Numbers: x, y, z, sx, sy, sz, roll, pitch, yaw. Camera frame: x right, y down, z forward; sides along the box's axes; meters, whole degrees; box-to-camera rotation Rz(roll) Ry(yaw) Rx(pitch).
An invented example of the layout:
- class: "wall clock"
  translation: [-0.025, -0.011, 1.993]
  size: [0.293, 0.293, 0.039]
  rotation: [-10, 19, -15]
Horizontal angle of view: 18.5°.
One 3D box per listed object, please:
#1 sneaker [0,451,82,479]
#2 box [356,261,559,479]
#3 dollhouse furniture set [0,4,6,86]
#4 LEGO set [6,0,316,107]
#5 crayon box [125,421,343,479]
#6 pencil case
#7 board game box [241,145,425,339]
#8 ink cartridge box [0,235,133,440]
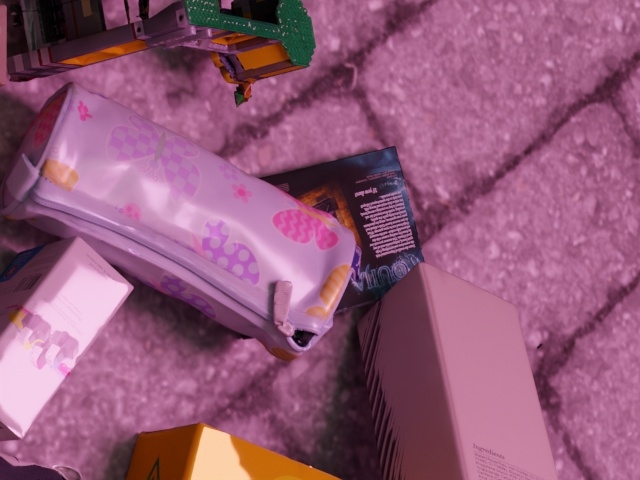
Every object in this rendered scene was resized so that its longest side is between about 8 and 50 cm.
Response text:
- class: "sneaker"
  translation: [-0.213, 0.264, 1.400]
  size: [0.153, 0.094, 0.235]
  rotation: [3, 71, -25]
- class: "box"
  translation: [0.112, 0.156, 1.556]
  size: [0.113, 0.094, 0.275]
  rotation: [26, 36, -28]
- class: "dollhouse furniture set"
  translation: [-0.314, -0.091, 1.372]
  size: [0.151, 0.123, 0.144]
  rotation: [5, 80, -33]
- class: "LEGO set"
  translation: [-0.153, -0.252, 1.510]
  size: [0.255, 0.192, 0.331]
  rotation: [-22, 99, -64]
- class: "crayon box"
  translation: [-0.009, 0.350, 1.516]
  size: [0.363, 0.106, 0.313]
  rotation: [26, 69, -28]
- class: "pencil case"
  translation: [-0.108, -0.011, 1.484]
  size: [0.273, 0.113, 0.124]
  rotation: [29, 44, -17]
- class: "board game box"
  translation: [0.000, 0.000, 1.627]
  size: [0.186, 0.026, 0.126]
  rotation: [-14, 91, -35]
- class: "ink cartridge box"
  translation: [-0.227, 0.087, 1.413]
  size: [0.061, 0.104, 0.181]
  rotation: [45, 62, -19]
